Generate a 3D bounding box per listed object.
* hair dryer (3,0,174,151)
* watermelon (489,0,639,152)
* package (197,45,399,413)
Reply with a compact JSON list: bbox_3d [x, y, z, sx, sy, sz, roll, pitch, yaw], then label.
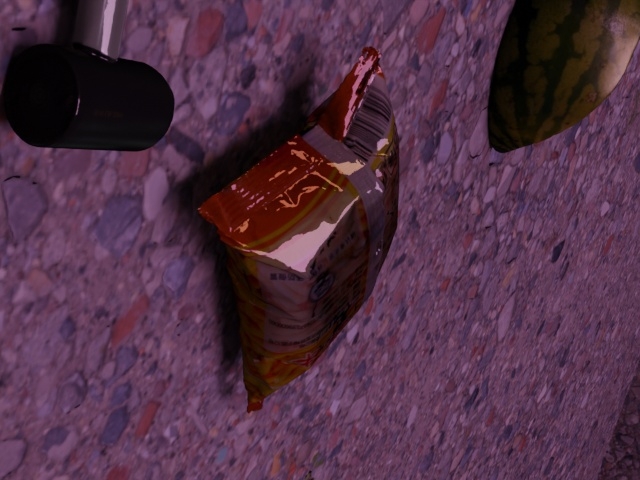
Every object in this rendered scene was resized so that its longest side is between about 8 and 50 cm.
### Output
[{"bbox_3d":[-0.120,-0.149,0.633,0.100,0.057,0.198,-9,113,-62],"label":"hair dryer"},{"bbox_3d":[0.275,-0.256,1.263,0.128,0.159,0.303,26,86,-26],"label":"watermelon"},{"bbox_3d":[-0.004,0.005,0.911,0.223,0.108,0.288,-50,152,-27],"label":"package"}]
